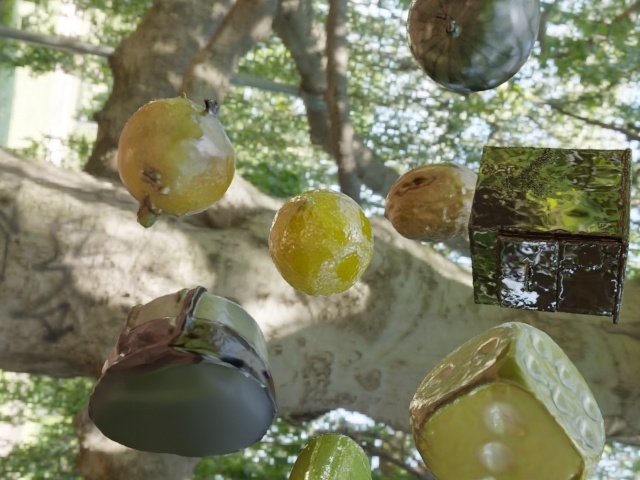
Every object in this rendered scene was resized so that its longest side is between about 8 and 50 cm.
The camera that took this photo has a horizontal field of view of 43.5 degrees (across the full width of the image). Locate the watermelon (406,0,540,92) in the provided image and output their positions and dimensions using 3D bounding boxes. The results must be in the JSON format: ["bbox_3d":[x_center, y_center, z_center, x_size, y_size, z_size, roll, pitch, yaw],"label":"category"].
[{"bbox_3d":[0.087,-0.124,0.455,0.110,0.078,0.078,-56,163,-63],"label":"watermelon"}]

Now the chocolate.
[{"bbox_3d":[-0.201,0.186,1.210,0.283,0.284,0.186,114,-20,-45],"label":"chocolate"}]

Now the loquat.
[{"bbox_3d":[-0.205,-0.110,1.134,0.149,0.172,0.204,25,-94,37],"label":"loquat"}]

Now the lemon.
[{"bbox_3d":[0.000,0.000,1.347,0.178,0.178,0.203,-101,174,-45],"label":"lemon"}]

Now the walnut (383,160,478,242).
[{"bbox_3d":[0.203,-0.065,1.449,0.155,0.184,0.155,-8,90,-77],"label":"walnut"}]

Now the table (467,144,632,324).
[{"bbox_3d":[0.307,-0.008,1.074,0.169,0.193,0.172,74,27,-47],"label":"table"}]

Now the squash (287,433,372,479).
[{"bbox_3d":[0.005,0.268,0.820,0.224,0.094,0.094,6,91,-85],"label":"squash"}]

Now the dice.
[{"bbox_3d":[0.306,0.292,1.316,0.233,0.238,0.227,-37,-177,30],"label":"dice"}]
